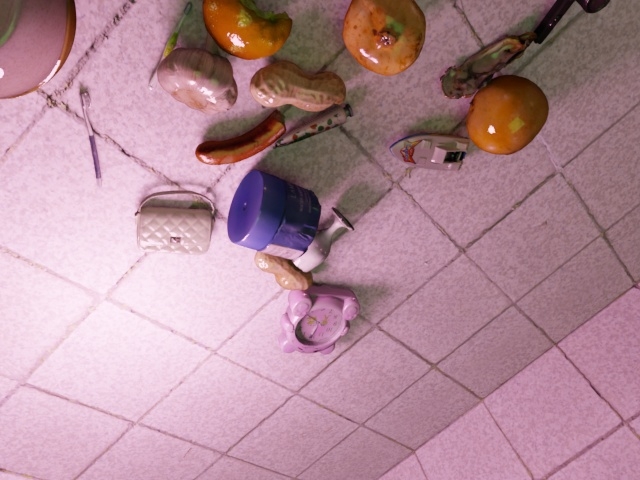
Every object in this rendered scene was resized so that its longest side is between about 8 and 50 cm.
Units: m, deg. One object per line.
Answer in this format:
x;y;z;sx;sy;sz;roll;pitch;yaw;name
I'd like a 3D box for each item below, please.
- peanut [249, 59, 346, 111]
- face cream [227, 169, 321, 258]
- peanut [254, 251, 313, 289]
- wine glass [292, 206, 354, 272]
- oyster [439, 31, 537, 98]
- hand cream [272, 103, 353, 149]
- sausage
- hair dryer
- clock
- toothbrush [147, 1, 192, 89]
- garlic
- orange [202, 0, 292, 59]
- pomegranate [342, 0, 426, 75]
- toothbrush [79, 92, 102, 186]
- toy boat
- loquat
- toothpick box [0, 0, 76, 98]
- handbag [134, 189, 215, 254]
-0.062;-0.452;1.455;0.299;0.120;0.136;1;103;-23;peanut
-0.150;-0.079;1.602;0.225;0.249;0.248;18;116;-33;face cream
-0.133;0.107;1.821;0.263;0.101;0.117;41;78;-34;peanut
0.000;0.000;1.779;0.241;0.126;0.126;-43;125;11;wine glass
0.538;-0.555;1.575;0.345;0.128;0.078;-33;145;1;oyster
-0.027;-0.354;1.559;0.276;0.095;0.059;-26;93;-2;hand cream
-0.236;-0.303;1.525;0.303;0.076;0.102;-26;119;-1;sausage
0.751;-0.718;1.523;0.089;0.197;0.251;4;143;-25;hair dryer
-0.018;0.329;2.005;0.296;0.113;0.322;8;121;-23;clock
-0.412;-0.527;1.349;0.022;0.026;0.262;22;117;-29;toothbrush
-0.314;-0.470;1.347;0.219;0.219;0.211;22;76;-29;garlic
-0.190;-0.555;1.279;0.237;0.179;0.158;6;98;-50;orange
0.177;-0.583;1.371;0.249;0.248;0.248;-9;125;-12;pomegranate
-0.661;-0.286;1.433;0.026;0.024;0.287;-13;126;-27;toothbrush
0.372;-0.307;1.710;0.296;0.088;0.129;1;122;-19;toy boat
0.608;-0.403;1.615;0.263;0.263;0.262;-9;125;-12;loquat
-0.727;-0.489;1.024;0.410;0.425;0.408;-5;107;-17;toothpick box
-0.473;-0.061;1.616;0.257;0.079;0.219;2;119;-21;handbag
